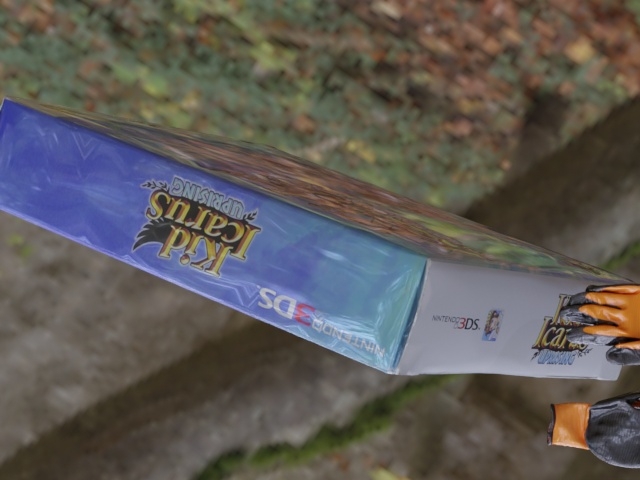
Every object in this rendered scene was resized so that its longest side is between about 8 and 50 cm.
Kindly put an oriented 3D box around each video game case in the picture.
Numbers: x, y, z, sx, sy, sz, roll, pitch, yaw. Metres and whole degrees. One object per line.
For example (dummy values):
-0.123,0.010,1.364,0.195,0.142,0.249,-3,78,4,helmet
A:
0.000,0.000,0.987,0.269,0.061,0.244,21,-172,32,video game case

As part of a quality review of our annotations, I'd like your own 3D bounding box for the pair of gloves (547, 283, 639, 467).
0.143,0.061,0.851,0.074,0.083,0.010,6,178,4,pair of gloves
